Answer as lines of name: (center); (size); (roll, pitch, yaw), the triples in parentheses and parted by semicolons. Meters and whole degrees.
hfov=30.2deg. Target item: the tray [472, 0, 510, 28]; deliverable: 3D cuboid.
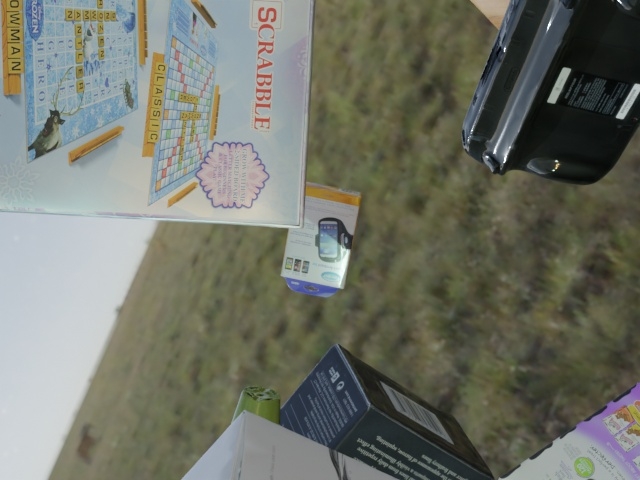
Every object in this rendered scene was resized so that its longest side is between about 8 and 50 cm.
tray: (0.312, -0.263, 1.360); (0.076, 0.203, 0.411); (-49, 16, -4)

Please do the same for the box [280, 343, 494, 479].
box: (0.038, 0.431, 1.999); (0.395, 0.293, 0.212); (-51, 27, 9)

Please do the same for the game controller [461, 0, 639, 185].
game controller: (0.243, -0.157, 1.135); (0.319, 0.166, 0.067); (104, 170, -59)

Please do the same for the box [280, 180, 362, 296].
box: (0.000, 0.000, 1.450); (0.028, 0.081, 0.136); (-65, -14, -71)

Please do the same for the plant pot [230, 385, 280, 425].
plant pot: (-0.083, 0.237, 1.562); (0.083, 0.083, 0.079); (-94, 14, -75)

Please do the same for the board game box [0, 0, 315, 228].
board game box: (-0.163, -0.177, 1.035); (0.066, 0.318, 0.319); (-92, 5, -83)

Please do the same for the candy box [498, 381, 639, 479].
candy box: (0.326, 0.283, 1.316); (0.196, 0.165, 0.070); (-34, -27, 1)

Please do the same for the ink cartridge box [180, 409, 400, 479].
ink cartridge box: (-0.014, 0.251, 0.964); (0.160, 0.219, 0.093); (-49, 23, 32)
